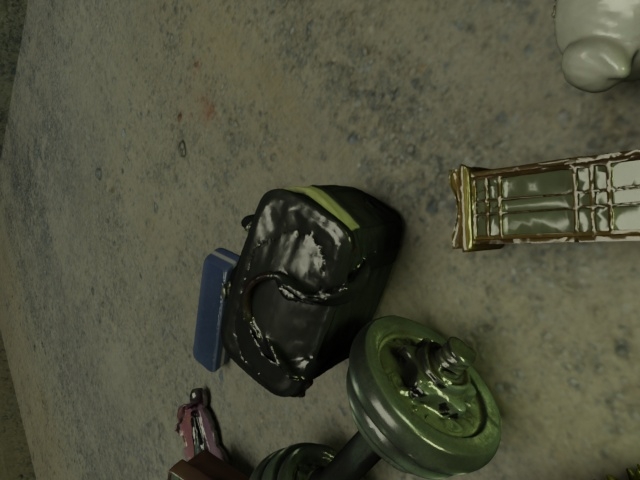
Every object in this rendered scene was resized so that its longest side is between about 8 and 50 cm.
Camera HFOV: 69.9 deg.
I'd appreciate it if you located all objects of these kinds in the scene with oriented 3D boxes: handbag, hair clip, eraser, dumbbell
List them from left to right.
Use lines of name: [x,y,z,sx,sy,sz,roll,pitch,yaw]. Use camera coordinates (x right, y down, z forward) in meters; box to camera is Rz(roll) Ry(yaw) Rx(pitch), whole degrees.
hair clip: [-0.248,0.409,0.926,0.146,0.056,0.187,-40,56,39]
eraser: [-0.198,0.130,0.866,0.082,0.036,0.224,19,104,42]
handbag: [-0.020,0.051,0.579,0.181,0.181,0.254,30,112,26]
dumbbell: [0.044,0.257,0.542,0.179,0.179,0.406,50,123,30]

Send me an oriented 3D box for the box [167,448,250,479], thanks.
box: [-0.167,0.507,0.785,0.215,0.086,0.215,19,106,24]

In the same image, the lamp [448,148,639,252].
lamp: [0.272,-0.037,0.371,0.325,0.089,0.090,-3,90,43]

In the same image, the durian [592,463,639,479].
durian: [0.259,0.276,0.344,0.356,0.158,0.169,-35,72,31]

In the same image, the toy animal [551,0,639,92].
toy animal: [0.262,-0.167,0.308,0.178,0.127,0.193,-45,31,2]
